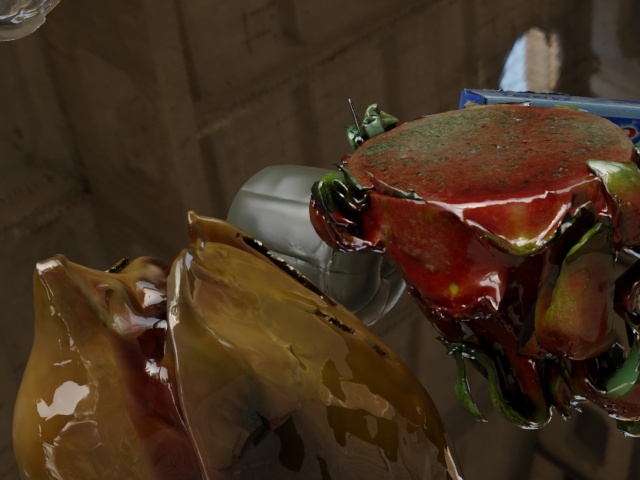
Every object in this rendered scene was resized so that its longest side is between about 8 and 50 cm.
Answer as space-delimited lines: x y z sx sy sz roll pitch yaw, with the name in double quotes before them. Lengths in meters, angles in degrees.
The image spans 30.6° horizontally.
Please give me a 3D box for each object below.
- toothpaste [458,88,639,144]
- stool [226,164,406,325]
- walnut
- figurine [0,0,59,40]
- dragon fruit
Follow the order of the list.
"toothpaste" 0.230 -0.067 0.781 0.272 0.066 0.053 4 -81 -7
"stool" 0.000 0.000 0.737 0.096 0.110 0.096 -31 -52 -50
"walnut" -0.021 0.091 0.397 0.137 0.137 0.245 -47 -48 -13
"figurine" -0.261 -0.272 0.992 0.162 0.141 0.236 40 -113 -53
"dragon fruit" 0.074 0.004 0.467 0.138 0.175 0.142 -19 -3 -3
